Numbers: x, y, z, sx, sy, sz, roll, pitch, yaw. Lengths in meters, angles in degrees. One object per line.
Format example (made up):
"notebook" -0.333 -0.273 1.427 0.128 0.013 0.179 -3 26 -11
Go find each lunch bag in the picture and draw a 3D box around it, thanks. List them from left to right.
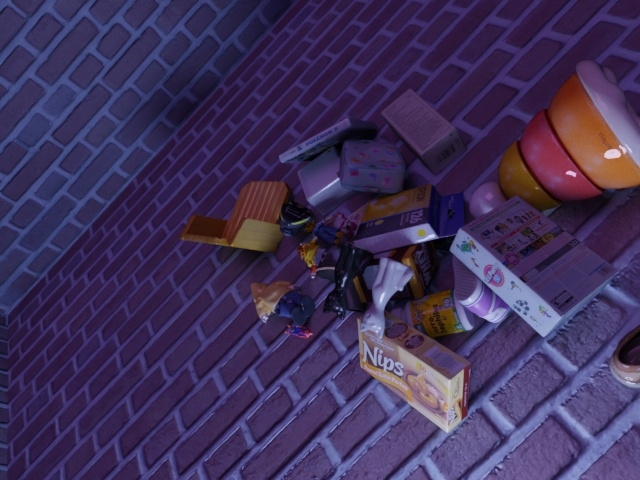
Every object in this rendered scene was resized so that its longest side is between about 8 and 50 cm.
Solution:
"lunch bag" 0.179 -0.253 1.639 0.223 0.108 0.279 7 32 -3

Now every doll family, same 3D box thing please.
"doll family" 0.000 0.000 1.688 0.163 0.118 0.263 19 80 47

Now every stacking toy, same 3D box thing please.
"stacking toy" 0.600 -0.203 1.282 0.479 0.350 0.351 -34 44 37

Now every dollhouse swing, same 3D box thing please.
"dollhouse swing" -0.338 -0.122 1.943 0.346 0.315 0.305 7 87 41

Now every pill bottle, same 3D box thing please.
"pill bottle" 0.306 0.209 1.322 0.208 0.117 0.118 -19 52 27

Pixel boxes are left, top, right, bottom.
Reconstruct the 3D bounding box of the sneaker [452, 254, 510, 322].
"sneaker" 0.444 0.096 1.291 0.102 0.161 0.282 -39 23 46

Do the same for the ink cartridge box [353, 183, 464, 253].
"ink cartridge box" 0.272 -0.077 1.450 0.306 0.072 0.304 -16 22 22

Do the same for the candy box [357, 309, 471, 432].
"candy box" 0.233 0.325 1.249 0.087 0.183 0.316 -24 34 -30

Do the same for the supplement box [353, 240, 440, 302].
"supplement box" 0.221 0.074 1.412 0.194 0.129 0.191 -9 22 34

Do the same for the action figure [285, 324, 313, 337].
"action figure" -0.071 0.308 1.617 0.115 0.030 0.038 2 58 37

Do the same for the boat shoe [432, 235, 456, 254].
"boat shoe" 0.383 -0.008 1.436 0.228 0.076 0.080 10 68 42

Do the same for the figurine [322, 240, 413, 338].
"figurine" 0.115 0.132 1.271 0.214 0.092 0.210 22 91 40

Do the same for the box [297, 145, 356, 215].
"box" 0.030 -0.229 1.830 0.181 0.119 0.181 -33 46 16

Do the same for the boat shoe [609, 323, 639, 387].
"boat shoe" 0.751 0.185 0.989 0.324 0.116 0.123 -43 45 7

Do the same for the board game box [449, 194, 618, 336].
"board game box" 0.510 0.049 1.167 0.223 0.098 0.303 -26 57 -25

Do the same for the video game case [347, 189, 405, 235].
"video game case" 0.216 -0.072 1.646 0.226 0.026 0.207 -36 46 14

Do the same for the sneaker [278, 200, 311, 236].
"sneaker" -0.101 -0.066 1.767 0.111 0.300 0.122 24 100 3

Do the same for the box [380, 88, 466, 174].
"box" 0.355 -0.387 1.678 0.148 0.121 0.311 -38 45 12

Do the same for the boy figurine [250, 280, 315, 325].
"boy figurine" -0.159 0.216 1.693 0.285 0.092 0.177 11 51 44

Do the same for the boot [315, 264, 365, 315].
"boot" 0.065 0.159 1.551 0.197 0.077 0.137 7 71 23

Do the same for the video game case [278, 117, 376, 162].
"video game case" 0.035 -0.377 1.820 0.299 0.329 0.036 -24 91 24
